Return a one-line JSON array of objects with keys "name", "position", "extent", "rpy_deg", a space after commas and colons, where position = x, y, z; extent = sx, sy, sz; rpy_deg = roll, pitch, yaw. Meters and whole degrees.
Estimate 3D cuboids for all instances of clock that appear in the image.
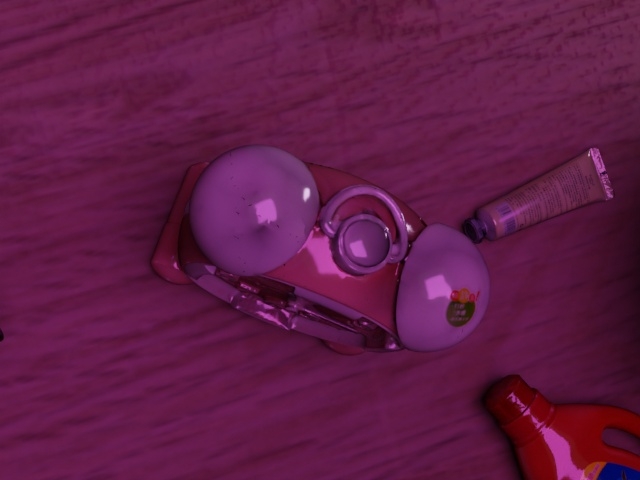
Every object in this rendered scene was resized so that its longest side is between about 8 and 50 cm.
[{"name": "clock", "position": [0.000, 0.000, 0.818], "extent": [0.165, 0.162, 0.093], "rpy_deg": [25, 80, -16]}]

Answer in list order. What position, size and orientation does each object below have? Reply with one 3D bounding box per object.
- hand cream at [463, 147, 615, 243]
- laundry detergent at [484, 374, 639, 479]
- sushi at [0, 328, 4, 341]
[{"name": "hand cream", "position": [0.134, -0.023, 0.933], "extent": [0.102, 0.022, 0.035], "rpy_deg": [-24, 97, -21]}, {"name": "laundry detergent", "position": [0.168, 0.140, 0.929], "extent": [0.165, 0.049, 0.097], "rpy_deg": [46, 71, -11]}, {"name": "sushi", "position": [-0.238, 0.025, 0.781], "extent": [0.150, 0.090, 0.078], "rpy_deg": [43, 75, -11]}]
